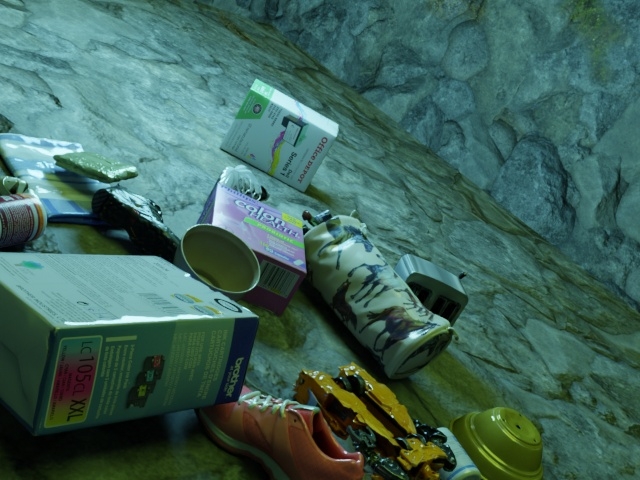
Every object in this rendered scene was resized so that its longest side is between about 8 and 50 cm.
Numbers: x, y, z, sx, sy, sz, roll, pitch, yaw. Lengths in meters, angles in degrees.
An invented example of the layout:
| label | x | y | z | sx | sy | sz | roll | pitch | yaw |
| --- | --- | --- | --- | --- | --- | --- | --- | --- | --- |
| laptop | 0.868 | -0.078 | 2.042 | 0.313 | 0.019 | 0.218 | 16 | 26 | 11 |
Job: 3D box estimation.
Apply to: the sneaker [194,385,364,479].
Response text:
| label | x | y | z | sx | sy | sz | roll | pitch | yaw |
| --- | --- | --- | --- | --- | --- | --- | --- | --- | --- |
| sneaker | -0.058 | 0.281 | 1.222 | 0.314 | 0.136 | 0.116 | 38 | 22 | 18 |

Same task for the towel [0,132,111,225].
| label | x | y | z | sx | sy | sz | roll | pitch | yaw |
| --- | --- | --- | --- | --- | --- | --- | --- | --- | --- |
| towel | -0.520 | -0.126 | 1.635 | 0.209 | 0.034 | 0.285 | 3 | 35 | -48 |

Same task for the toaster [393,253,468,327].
| label | x | y | z | sx | sy | sz | roll | pitch | yaw |
| --- | --- | --- | --- | --- | --- | --- | --- | --- | --- |
| toaster | 0.235 | 0.133 | 1.855 | 0.168 | 0.186 | 0.110 | 25 | 18 | -15 |

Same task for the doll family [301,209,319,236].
| label | x | y | z | sx | sy | sz | roll | pitch | yaw |
| --- | --- | --- | --- | --- | --- | --- | --- | --- | --- |
| doll family | 0.000 | 0.000 | 1.976 | 0.193 | 0.076 | 0.111 | 43 | 5 | 38 |

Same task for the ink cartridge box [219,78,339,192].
| label | x | y | z | sx | sy | sz | roll | pitch | yaw |
| --- | --- | --- | --- | --- | --- | --- | --- | --- | --- |
| ink cartridge box | -0.114 | -0.296 | 2.294 | 0.278 | 0.201 | 0.117 | 28 | 23 | -9 |

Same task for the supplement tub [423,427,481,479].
| label | x | y | z | sx | sy | sz | roll | pitch | yaw |
| --- | --- | --- | --- | --- | --- | --- | --- | --- | --- |
| supplement tub | 0.230 | 0.396 | 1.436 | 0.071 | 0.071 | 0.107 | 13 | 30 | -38 |

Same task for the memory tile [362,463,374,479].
| label | x | y | z | sx | sy | sz | roll | pitch | yaw |
| --- | --- | --- | --- | --- | --- | --- | --- | --- | --- |
| memory tile | 0.121 | 0.396 | 1.372 | 0.113 | 0.012 | 0.148 | 30 | 22 | -3 |

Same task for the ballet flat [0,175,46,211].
| label | x | y | z | sx | sy | sz | roll | pitch | yaw |
| --- | --- | --- | --- | --- | --- | --- | --- | --- | --- |
| ballet flat | -0.546 | -0.082 | 1.480 | 0.168 | 0.052 | 0.057 | 44 | 25 | 30 |

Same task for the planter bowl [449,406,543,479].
| label | x | y | z | sx | sy | sz | roll | pitch | yaw |
| --- | --- | --- | --- | --- | --- | --- | --- | --- | --- |
| planter bowl | 0.370 | 0.396 | 1.591 | 0.217 | 0.090 | 0.217 | 27 | 22 | -12 |

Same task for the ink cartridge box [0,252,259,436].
| label | x | y | z | sx | sy | sz | roll | pitch | yaw |
| --- | --- | --- | --- | --- | --- | --- | --- | --- | --- |
| ink cartridge box | -0.280 | 0.128 | 1.157 | 0.270 | 0.151 | 0.395 | 26 | 17 | 39 |

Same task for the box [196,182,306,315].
| label | x | y | z | sx | sy | sz | roll | pitch | yaw |
| --- | --- | --- | --- | --- | --- | --- | --- | --- | --- |
| box | -0.152 | 0.014 | 1.697 | 0.213 | 0.117 | 0.243 | 25 | 22 | -15 |

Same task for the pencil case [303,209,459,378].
| label | x | y | z | sx | sy | sz | roll | pitch | yaw |
| --- | --- | --- | --- | --- | --- | --- | --- | --- | --- |
| pencil case | 0.113 | 0.113 | 1.726 | 0.410 | 0.183 | 0.160 | 50 | 10 | 33 |

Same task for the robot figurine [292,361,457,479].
| label | x | y | z | sx | sy | sz | roll | pitch | yaw |
| --- | --- | --- | --- | --- | --- | --- | --- | --- | --- |
| robot figurine | 0.093 | 0.321 | 1.369 | 0.211 | 0.085 | 0.291 | 1 | 31 | -46 |

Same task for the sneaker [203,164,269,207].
| label | x | y | z | sx | sy | sz | roll | pitch | yaw |
| --- | --- | --- | --- | --- | --- | --- | --- | --- | --- |
| sneaker | -0.190 | -0.115 | 1.938 | 0.115 | 0.105 | 0.281 | 32 | 21 | 2 |

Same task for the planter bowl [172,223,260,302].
| label | x | y | z | sx | sy | sz | roll | pitch | yaw |
| --- | --- | --- | --- | --- | --- | --- | --- | --- | --- |
| planter bowl | -0.209 | 0.065 | 1.503 | 0.162 | 0.109 | 0.162 | 26 | 36 | -21 |

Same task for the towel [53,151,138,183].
| label | x | y | z | sx | sy | sz | roll | pitch | yaw |
| --- | --- | --- | --- | --- | --- | --- | --- | --- | --- |
| towel | -0.458 | -0.152 | 1.643 | 0.148 | 0.027 | 0.110 | 21 | 20 | 18 |

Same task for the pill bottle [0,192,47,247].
| label | x | y | z | sx | sy | sz | roll | pitch | yaw |
| --- | --- | --- | --- | --- | --- | --- | --- | --- | --- |
| pill bottle | -0.537 | -0.030 | 1.335 | 0.086 | 0.086 | 0.152 | 37 | 22 | 15 |

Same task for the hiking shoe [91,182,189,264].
| label | x | y | z | sx | sy | sz | roll | pitch | yaw |
| --- | --- | --- | --- | --- | --- | --- | --- | --- | --- |
| hiking shoe | -0.332 | -0.034 | 1.578 | 0.227 | 0.086 | 0.114 | 43 | 28 | -2 |
